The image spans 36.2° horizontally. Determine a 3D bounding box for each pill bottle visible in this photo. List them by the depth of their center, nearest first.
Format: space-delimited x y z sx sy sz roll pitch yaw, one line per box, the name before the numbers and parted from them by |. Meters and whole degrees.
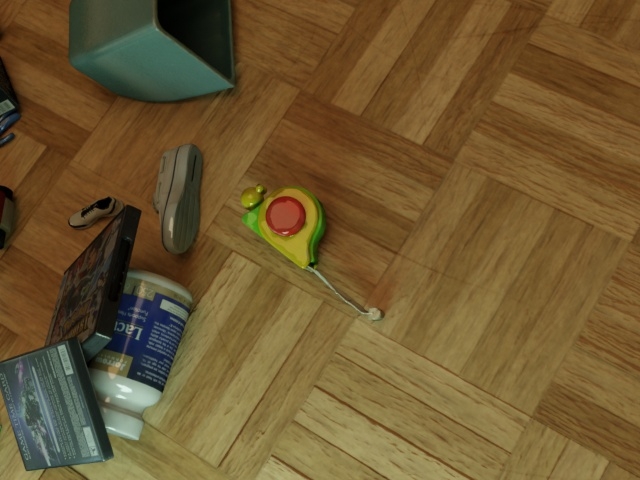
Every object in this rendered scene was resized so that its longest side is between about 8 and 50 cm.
pill bottle | -0.323 0.191 1.654 0.153 0.153 0.264 10 72 17

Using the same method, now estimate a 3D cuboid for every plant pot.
plant pot | -0.337 -0.403 1.854 0.252 0.247 0.247 -17 65 25

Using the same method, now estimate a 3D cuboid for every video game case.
video game case | -0.440 0.272 1.595 0.274 0.026 0.196 -19 88 47
video game case | -0.394 0.104 1.644 0.275 0.035 0.248 -38 36 44

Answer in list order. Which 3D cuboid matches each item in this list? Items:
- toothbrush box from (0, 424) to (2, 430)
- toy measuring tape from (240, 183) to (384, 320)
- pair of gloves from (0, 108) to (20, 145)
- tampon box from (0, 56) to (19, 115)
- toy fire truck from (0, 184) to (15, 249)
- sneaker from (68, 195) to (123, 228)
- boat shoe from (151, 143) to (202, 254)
toothbrush box | -0.725 0.389 1.688 0.283 0.122 0.206 4 69 14
toy measuring tape | 0.000 0.000 1.680 0.330 0.121 0.121 37 81 15
pair of gloves | -0.705 -0.241 1.991 0.198 0.023 0.159 36 81 24
tampon box | -0.697 -0.323 1.956 0.120 0.101 0.161 -27 62 0
toy fire truck | -0.715 -0.058 1.796 0.217 0.246 0.158 -1 68 13
sneaker | -0.427 -0.056 1.838 0.109 0.044 0.040 -24 67 5
boat shoe | -0.268 -0.072 1.796 0.076 0.083 0.226 -8 55 23
